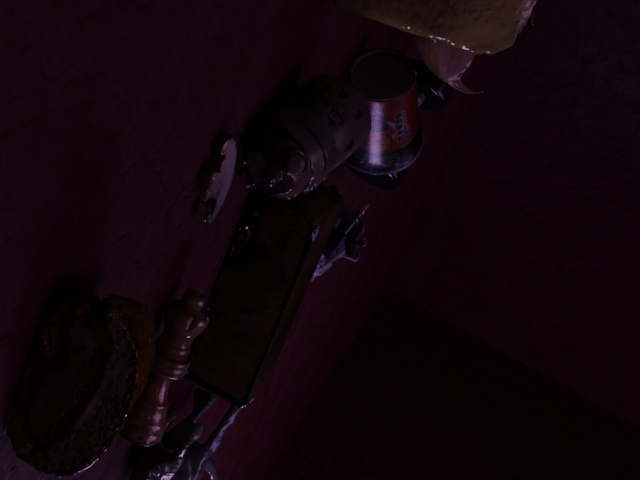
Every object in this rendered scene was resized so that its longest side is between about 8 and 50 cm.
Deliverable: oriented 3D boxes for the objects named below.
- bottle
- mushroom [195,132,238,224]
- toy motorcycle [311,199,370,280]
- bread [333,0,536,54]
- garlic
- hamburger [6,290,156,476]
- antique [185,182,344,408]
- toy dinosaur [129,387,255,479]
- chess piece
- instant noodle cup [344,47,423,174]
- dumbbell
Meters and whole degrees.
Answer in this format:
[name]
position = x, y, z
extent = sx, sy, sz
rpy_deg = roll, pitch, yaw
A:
[bottle]
position = -0.024, -0.098, 1.041
extent = 0.152, 0.099, 0.099
rpy_deg = -46, 164, -37
[mushroom]
position = -0.098, -0.059, 0.951
extent = 0.049, 0.019, 0.101
rpy_deg = -51, 164, -54
[toy motorcycle]
position = 0.000, 0.000, 1.472
extent = 0.150, 0.102, 0.221
rpy_deg = -47, 170, -9
[bread]
position = 0.164, -0.351, 1.011
extent = 0.236, 0.198, 0.263
rpy_deg = -61, 173, -51
[garlic]
position = 0.202, -0.321, 1.395
extent = 0.145, 0.164, 0.245
rpy_deg = -77, -169, -46
[hamburger]
position = -0.172, 0.101, 0.805
extent = 0.102, 0.087, 0.176
rpy_deg = -42, 157, -61
[antique]
position = -0.071, 0.059, 1.237
extent = 0.087, 0.093, 0.310
rpy_deg = -49, 166, -55
[toy dinosaur]
position = -0.177, 0.286, 1.367
extent = 0.205, 0.092, 0.393
rpy_deg = -57, 172, -23
[chess piece]
position = -0.163, 0.129, 1.068
extent = 0.172, 0.060, 0.060
rpy_deg = -65, 171, 12
[instant noodle cup]
position = 0.078, -0.173, 1.321
extent = 0.127, 0.127, 0.136
rpy_deg = -57, 163, -26
[dumbbell]
position = 0.122, -0.182, 1.583
extent = 0.191, 0.100, 0.100
rpy_deg = -59, 171, -16
